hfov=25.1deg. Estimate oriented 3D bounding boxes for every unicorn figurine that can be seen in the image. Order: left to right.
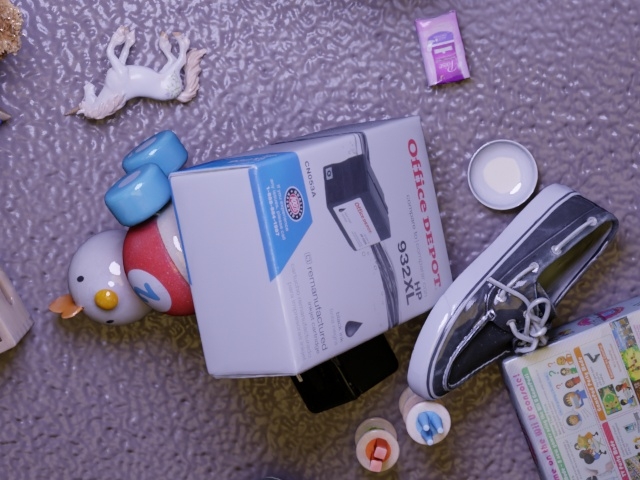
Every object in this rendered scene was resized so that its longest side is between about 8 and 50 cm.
[{"bbox_3d":[-0.217,-0.191,1.672,0.162,0.060,0.111,6,96,-2],"label":"unicorn figurine"}]

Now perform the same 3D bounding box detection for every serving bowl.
[{"bbox_3d":[0.215,-0.079,1.711,0.083,0.027,0.083,0,97,-1],"label":"serving bowl"}]

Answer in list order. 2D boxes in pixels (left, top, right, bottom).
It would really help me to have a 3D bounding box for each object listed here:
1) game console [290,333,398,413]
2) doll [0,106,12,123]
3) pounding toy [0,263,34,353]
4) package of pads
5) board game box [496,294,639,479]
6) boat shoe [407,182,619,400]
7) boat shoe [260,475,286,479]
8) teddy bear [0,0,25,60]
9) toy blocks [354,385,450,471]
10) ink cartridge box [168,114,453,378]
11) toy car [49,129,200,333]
[{"bbox_3d":[0.015,0.132,1.742,0.107,0.071,0.122,-24,97,32],"label":"game console"},{"bbox_3d":[-0.440,-0.087,1.685,0.129,0.046,0.189,38,97,9],"label":"doll"},{"bbox_3d":[-0.449,0.120,1.695,0.206,0.094,0.181,-26,102,11],"label":"pounding toy"},{"bbox_3d":[0.143,-0.225,1.690,0.050,0.032,0.083,-13,97,3],"label":"package of pads"},{"bbox_3d":[0.388,0.184,1.714,0.303,0.097,0.224,-21,96,0],"label":"board game box"},{"bbox_3d":[0.227,0.073,1.652,0.105,0.113,0.306,32,70,36],"label":"boat shoe"},{"bbox_3d":[0.037,0.380,1.734,0.305,0.091,0.109,38,132,-3],"label":"boat shoe"},{"bbox_3d":[-0.458,-0.169,1.633,0.245,0.113,0.338,26,99,29],"label":"teddy bear"},{"bbox_3d":[0.096,0.229,1.686,0.123,0.148,0.054,-39,96,3],"label":"toy blocks"},{"bbox_3d":[0.000,0.000,1.571,0.129,0.307,0.223,-6,100,39],"label":"ink cartridge box"},{"bbox_3d":[-0.213,0.039,1.643,0.238,0.210,0.219,-30,109,15],"label":"toy car"}]
